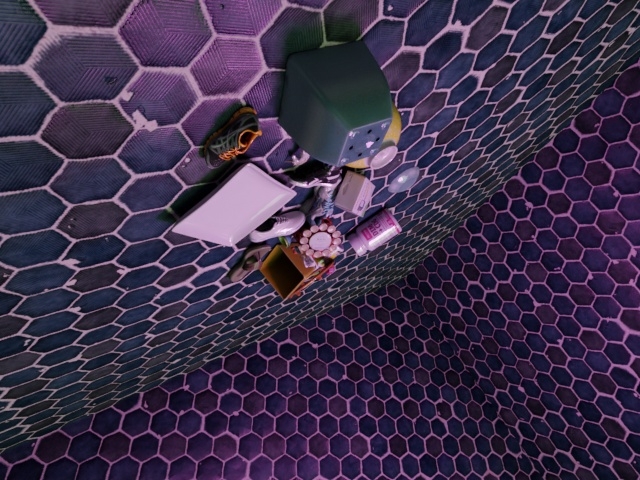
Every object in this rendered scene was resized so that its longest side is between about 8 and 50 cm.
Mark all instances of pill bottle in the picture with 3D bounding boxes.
[{"bbox_3d":[0.303,-0.043,2.328,0.283,0.160,0.160,-35,159,7],"label":"pill bottle"},{"bbox_3d":[0.013,0.068,2.223,0.208,0.119,0.119,-38,159,15],"label":"pill bottle"}]

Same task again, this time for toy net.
[{"bbox_3d":[-0.106,0.062,1.884,0.045,0.232,0.122,-35,158,-24],"label":"toy net"}]

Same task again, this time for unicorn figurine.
[{"bbox_3d":[-0.044,-0.310,1.374,0.162,0.060,0.111,-28,158,-10],"label":"unicorn figurine"}]

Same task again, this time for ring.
[{"bbox_3d":[-0.054,0.214,2.198,0.337,0.032,0.336,-36,-177,2],"label":"ring"}]

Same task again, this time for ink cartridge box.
[{"bbox_3d":[0.148,-0.193,1.743,0.154,0.093,0.212,-68,161,3],"label":"ink cartridge box"}]

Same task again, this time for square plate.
[{"bbox_3d":[-0.293,-0.118,1.436,0.347,0.049,0.344,-37,159,12],"label":"square plate"}]

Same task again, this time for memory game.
[{"bbox_3d":[0.000,0.000,1.776,0.186,0.012,0.186,-8,128,-10],"label":"memory game"}]

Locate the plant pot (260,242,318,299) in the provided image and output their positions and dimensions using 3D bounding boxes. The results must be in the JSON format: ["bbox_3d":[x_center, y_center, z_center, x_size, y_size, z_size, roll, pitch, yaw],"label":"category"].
[{"bbox_3d":[-0.140,0.131,2.057,0.187,0.212,0.212,-27,162,-51],"label":"plant pot"}]

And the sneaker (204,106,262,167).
[{"bbox_3d":[-0.247,-0.272,1.144,0.215,0.083,0.084,-41,159,26],"label":"sneaker"}]

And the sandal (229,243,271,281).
[{"bbox_3d":[-0.316,0.113,1.903,0.120,0.086,0.303,-7,148,-49],"label":"sandal"}]

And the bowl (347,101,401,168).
[{"bbox_3d":[0.186,-0.351,1.476,0.290,0.156,0.289,-28,160,-11],"label":"bowl"}]

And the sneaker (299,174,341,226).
[{"bbox_3d":[0.024,-0.162,1.714,0.110,0.122,0.283,-14,152,-40],"label":"sneaker"}]

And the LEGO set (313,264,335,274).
[{"bbox_3d":[-0.012,0.149,2.427,0.227,0.087,0.093,-5,144,-39],"label":"LEGO set"}]

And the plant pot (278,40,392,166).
[{"bbox_3d":[0.060,-0.358,1.146,0.248,0.252,0.247,-23,157,-24],"label":"plant pot"}]

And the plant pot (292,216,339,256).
[{"bbox_3d":[-0.020,-0.024,1.898,0.191,0.174,0.191,-26,160,-10],"label":"plant pot"}]

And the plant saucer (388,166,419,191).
[{"bbox_3d":[0.441,-0.301,2.117,0.195,0.037,0.195,-28,160,-11],"label":"plant saucer"}]

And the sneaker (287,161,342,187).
[{"bbox_3d":[-0.016,-0.266,1.517,0.217,0.079,0.121,-6,131,-37],"label":"sneaker"}]

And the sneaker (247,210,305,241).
[{"bbox_3d":[-0.176,-0.065,1.691,0.258,0.094,0.091,-24,162,-19],"label":"sneaker"}]
